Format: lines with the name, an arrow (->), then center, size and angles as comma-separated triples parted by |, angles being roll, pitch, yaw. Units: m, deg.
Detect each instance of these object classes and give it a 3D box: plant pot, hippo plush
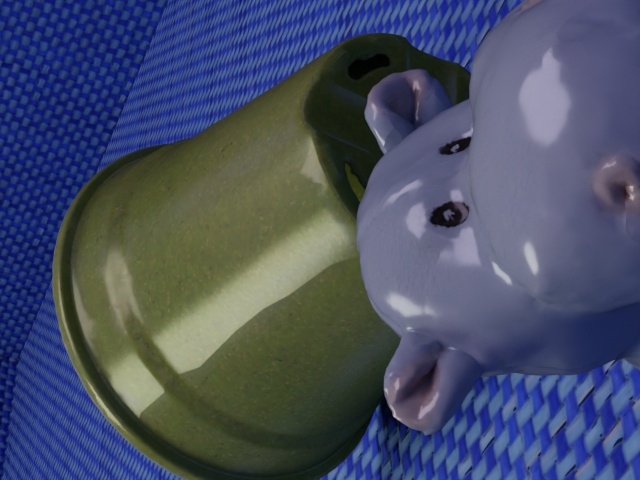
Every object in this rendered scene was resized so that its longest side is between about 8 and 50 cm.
plant pot -> 0.000, 0.000, 1.027 | 0.254, 0.276, 0.276 | -37, 39, 44
hippo plush -> 0.135, -0.026, 0.599 | 0.294, 0.236, 0.234 | 130, 150, -53
